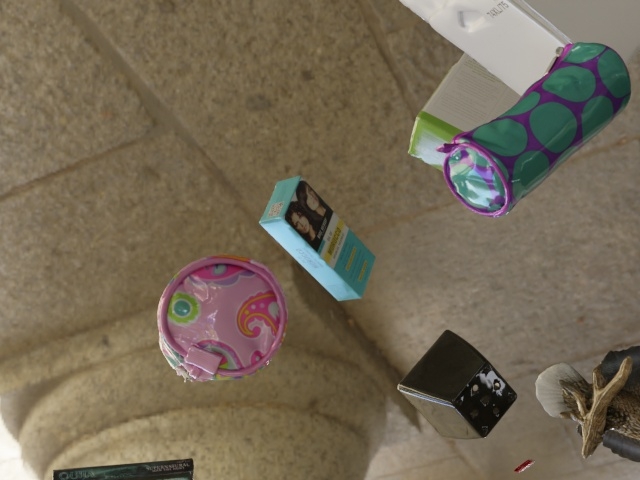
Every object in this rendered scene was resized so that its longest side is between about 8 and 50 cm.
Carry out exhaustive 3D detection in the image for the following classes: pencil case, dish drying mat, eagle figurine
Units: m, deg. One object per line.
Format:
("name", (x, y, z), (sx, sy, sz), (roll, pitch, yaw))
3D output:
("pencil case", (0.160, -0.085, 0.592), (0.152, 0.070, 0.064), (-40, -176, -22))
("dish drying mat", (0.319, 0.352, 1.251), (0.032, 0.008, 0.083), (-39, 157, 6))
("pencil case", (-0.109, 0.091, 0.831), (0.124, 0.124, 0.284), (0, 169, -12))
("eagle figurine", (0.556, 0.303, 1.418), (0.298, 0.225, 0.226), (3, 154, -41))

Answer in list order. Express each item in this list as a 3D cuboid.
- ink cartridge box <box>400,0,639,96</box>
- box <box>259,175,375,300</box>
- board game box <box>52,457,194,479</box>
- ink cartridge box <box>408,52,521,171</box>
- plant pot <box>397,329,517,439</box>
("ink cartridge box", (0.242, -0.299, 0.760), (0.197, 0.198, 0.270), (37, 89, -6))
("box", (0.000, 0.000, 1.458), (0.060, 0.100, 0.244), (-11, 135, 40))
("board game box", (-0.272, 0.357, 1.106), (0.186, 0.026, 0.126), (0, 126, -18))
("ink cartridge box", (0.284, -0.208, 1.249), (0.189, 0.255, 0.097), (30, 154, 11))
("plant pot", (0.327, 0.340, 1.807), (0.188, 0.167, 0.187), (-47, 110, -15))
